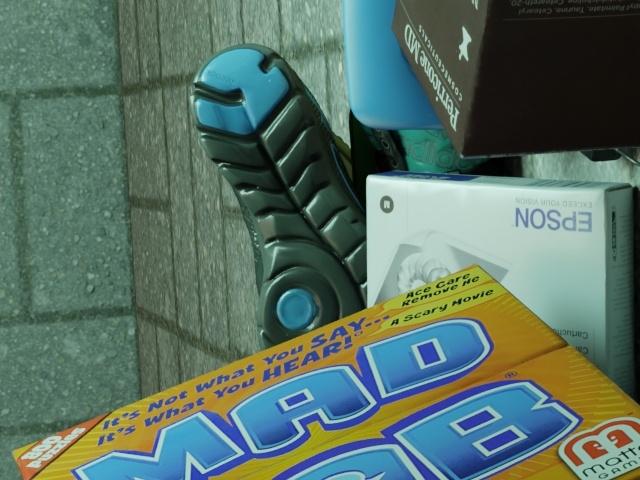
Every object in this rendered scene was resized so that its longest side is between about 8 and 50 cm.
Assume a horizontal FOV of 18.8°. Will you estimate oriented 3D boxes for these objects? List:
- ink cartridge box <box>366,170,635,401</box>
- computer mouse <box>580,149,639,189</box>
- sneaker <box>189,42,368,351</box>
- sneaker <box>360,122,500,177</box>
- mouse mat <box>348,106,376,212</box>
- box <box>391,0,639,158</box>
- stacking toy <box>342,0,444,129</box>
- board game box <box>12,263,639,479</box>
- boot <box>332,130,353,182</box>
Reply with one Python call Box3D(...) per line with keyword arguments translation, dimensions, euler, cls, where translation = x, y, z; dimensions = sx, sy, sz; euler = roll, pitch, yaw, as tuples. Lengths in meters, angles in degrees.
Box3D(translation=(0.131, 0.064, 1.437), dimensions=(0.223, 0.045, 0.224), euler=(4, 101, 40), cls="ink cartridge box")
Box3D(translation=(0.213, -0.073, 1.335), dimensions=(0.242, 0.041, 0.071), euler=(-127, 19, -52), cls="computer mouse")
Box3D(translation=(0.000, 0.000, 1.612), dimensions=(0.140, 0.125, 0.340), euler=(0, -107, -77), cls="sneaker")
Box3D(translation=(0.110, -0.041, 1.575), dimensions=(0.295, 0.124, 0.178), euler=(-116, 17, -57), cls="sneaker")
Box3D(translation=(0.055, -0.107, 1.701), dimensions=(0.189, 0.007, 0.152), euler=(-66, -21, -46), cls="mouse mat")
Box3D(translation=(0.156, -0.184, 1.249), dimensions=(0.168, 0.167, 0.203), euler=(-113, 24, -49), cls="box")
Box3D(translation=(0.101, -0.219, 1.547), dimensions=(0.302, 0.175, 0.165), euler=(-93, 1, -63), cls="stacking toy")
Box3D(translation=(0.048, 0.283, 1.243), dimensions=(0.356, 0.357, 0.356), euler=(-132, 22, -67), cls="board game box")
Box3D(translation=(0.032, 0.028, 1.730), dimensions=(0.089, 0.236, 0.269), euler=(-42, 34, 22), cls="boot")
